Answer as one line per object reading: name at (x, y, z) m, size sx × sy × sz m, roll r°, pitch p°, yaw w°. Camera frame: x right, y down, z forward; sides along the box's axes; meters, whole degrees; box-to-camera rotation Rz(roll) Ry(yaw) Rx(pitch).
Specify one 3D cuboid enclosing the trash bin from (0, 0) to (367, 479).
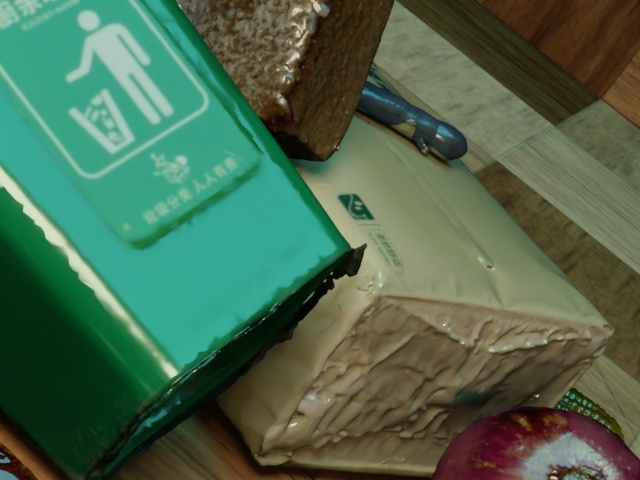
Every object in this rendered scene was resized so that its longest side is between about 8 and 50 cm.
trash bin at (-0.191, -0.045, 1.157) m, size 0.259 × 0.295 × 0.381 m, roll -35°, pitch 82°, yaw -35°

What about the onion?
onion at (0.163, 0.208, 1.356) m, size 0.177 × 0.153 × 0.177 m, roll 24°, pitch 53°, yaw -36°

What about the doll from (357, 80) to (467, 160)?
doll at (0.062, -0.097, 1.434) m, size 0.125 × 0.027 × 0.037 m, roll 27°, pitch 21°, yaw -18°

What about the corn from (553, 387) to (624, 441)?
corn at (0.163, 0.134, 1.614) m, size 0.231 × 0.080 × 0.080 m, roll 34°, pitch 21°, yaw 0°

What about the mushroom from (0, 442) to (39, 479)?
mushroom at (-0.200, 0.129, 1.003) m, size 0.080 × 0.135 × 0.170 m, roll -33°, pitch 87°, yaw -23°

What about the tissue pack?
tissue pack at (0.000, 0.000, 1.457) m, size 0.297 × 0.207 × 0.380 m, roll 11°, pitch 32°, yaw -47°

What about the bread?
bread at (-0.147, -0.162, 1.354) m, size 0.416 × 0.165 × 0.113 m, roll 8°, pitch -15°, yaw 33°
